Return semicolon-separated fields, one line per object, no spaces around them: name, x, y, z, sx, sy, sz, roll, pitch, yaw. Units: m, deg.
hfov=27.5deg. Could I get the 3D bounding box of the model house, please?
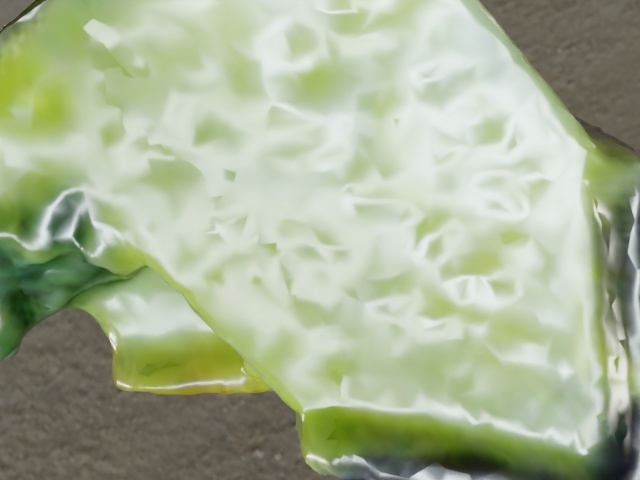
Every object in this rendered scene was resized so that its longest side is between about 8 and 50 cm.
model house;0.000;0.000;0.403;0.170;0.211;0.194;-43;11;4
